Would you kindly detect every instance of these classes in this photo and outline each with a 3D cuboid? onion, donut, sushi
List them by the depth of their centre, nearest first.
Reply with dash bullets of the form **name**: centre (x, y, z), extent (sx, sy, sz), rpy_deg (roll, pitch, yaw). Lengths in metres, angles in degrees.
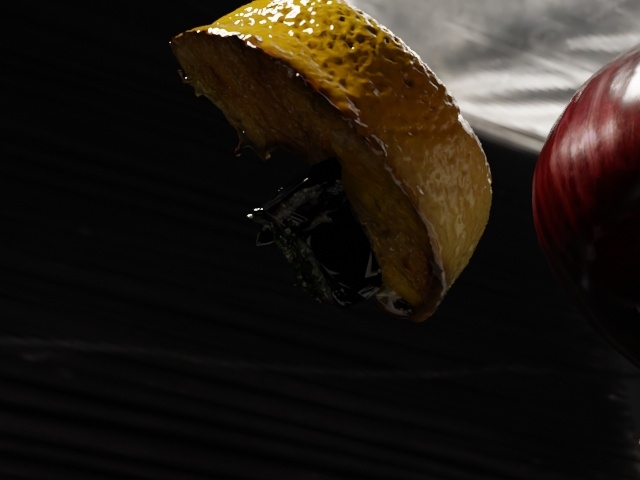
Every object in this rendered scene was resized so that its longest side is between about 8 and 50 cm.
- **onion**: centre (0.234, 0.012, 0.708), extent (0.273, 0.273, 0.285), rpy_deg (-37, 26, 54)
- **sushi**: centre (0.000, 0.000, 0.916), extent (0.056, 0.083, 0.085), rpy_deg (-40, 7, -16)
- **donut**: centre (0.028, -0.065, 0.929), extent (0.101, 0.259, 0.152), rpy_deg (-41, 7, -20)
